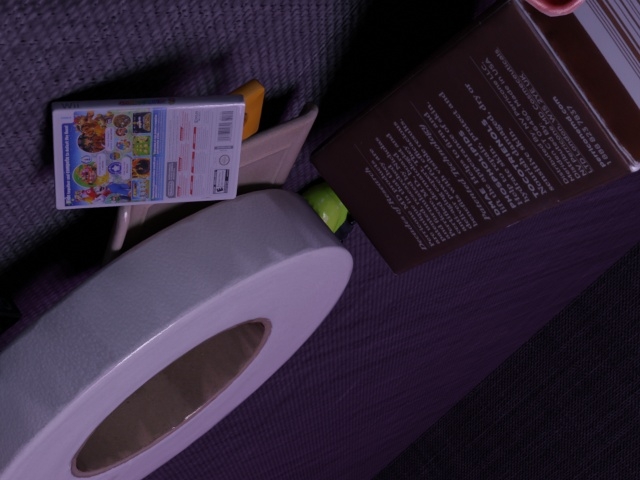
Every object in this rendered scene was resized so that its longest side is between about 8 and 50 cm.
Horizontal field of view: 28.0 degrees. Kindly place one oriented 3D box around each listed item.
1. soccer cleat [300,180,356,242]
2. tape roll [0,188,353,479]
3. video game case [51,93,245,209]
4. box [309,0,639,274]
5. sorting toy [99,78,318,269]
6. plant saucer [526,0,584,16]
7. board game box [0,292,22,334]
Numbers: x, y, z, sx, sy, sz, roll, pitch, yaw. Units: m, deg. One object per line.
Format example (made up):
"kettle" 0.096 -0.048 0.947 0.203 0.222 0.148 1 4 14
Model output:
"soccer cleat" 0.000 0.000 1.267 0.072 0.060 0.179 -30 159 -26
"tape roll" -0.143 0.111 1.083 0.392 0.072 0.392 -37 166 -11
"video game case" -0.113 -0.058 0.840 0.122 0.011 0.087 -4 137 -13
"box" 0.154 -0.105 0.951 0.191 0.143 0.381 -36 -176 -21
"sorting toy" -0.102 -0.029 1.011 0.196 0.047 0.347 -30 163 -33
"plant saucer" 0.094 -0.262 0.536 0.259 0.258 0.047 -46 -156 29
"board game box" -0.308 0.076 0.908 0.126 0.026 0.186 -39 163 10
